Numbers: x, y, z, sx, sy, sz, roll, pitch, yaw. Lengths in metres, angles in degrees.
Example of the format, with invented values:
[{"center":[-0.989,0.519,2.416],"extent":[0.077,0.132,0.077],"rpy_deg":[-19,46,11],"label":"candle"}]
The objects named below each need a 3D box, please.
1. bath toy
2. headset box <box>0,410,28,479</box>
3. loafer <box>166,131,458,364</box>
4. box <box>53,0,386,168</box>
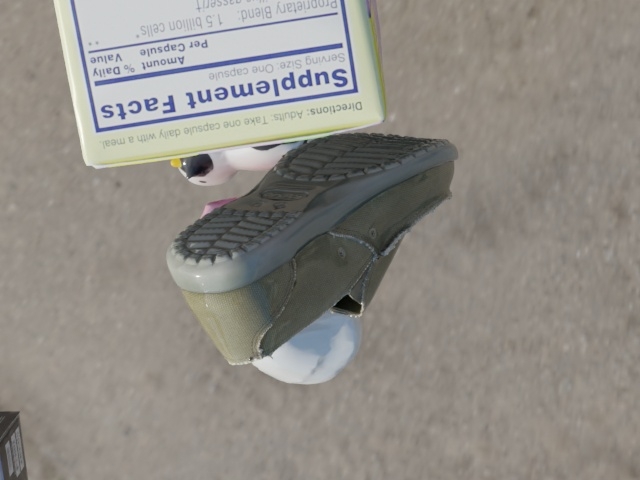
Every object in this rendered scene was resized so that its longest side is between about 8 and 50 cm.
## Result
[{"center":[-0.066,-0.027,1.716],"extent":[0.151,0.129,0.348],"rpy_deg":[-22,80,43],"label":"bath toy"},{"center":[-0.480,0.330,2.033],"extent":[0.283,0.131,0.246],"rpy_deg":[0,109,9],"label":"headset box"},{"center":[0.000,0.000,1.101],"extent":[0.094,0.251,0.087],"rpy_deg":[9,117,38],"label":"loafer"},{"center":[-0.048,-0.176,0.737],"extent":[0.117,0.213,0.243],"rpy_deg":[-8,104,3],"label":"box"}]
